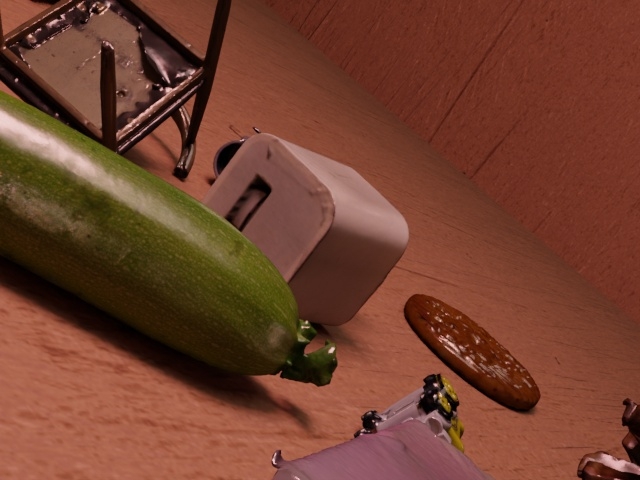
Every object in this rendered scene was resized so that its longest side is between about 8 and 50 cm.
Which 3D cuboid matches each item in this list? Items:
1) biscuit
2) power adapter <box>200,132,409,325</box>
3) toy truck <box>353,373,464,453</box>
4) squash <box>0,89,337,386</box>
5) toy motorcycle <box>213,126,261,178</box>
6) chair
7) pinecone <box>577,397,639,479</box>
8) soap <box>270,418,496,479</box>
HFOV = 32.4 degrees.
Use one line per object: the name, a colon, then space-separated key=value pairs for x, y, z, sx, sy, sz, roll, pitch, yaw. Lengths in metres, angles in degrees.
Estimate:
biscuit: x=0.174 y=0.123 z=1.256 sx=0.188 sy=0.027 sz=0.188 roll=34 pitch=14 yaw=-10
power adapter: x=0.000 y=0.000 z=1.000 sx=0.125 sy=0.130 sz=0.205 roll=45 pitch=14 yaw=30
toy truck: x=0.076 y=0.154 z=0.819 sx=0.077 sy=0.076 sz=0.111 roll=57 pitch=13 yaw=-4
squash: x=-0.138 y=-0.004 z=0.726 sx=0.379 sy=0.101 sz=0.101 roll=34 pitch=14 yaw=-20
toy motorcycle: x=-0.036 y=-0.057 z=1.156 sx=0.122 sy=0.080 sz=0.215 roll=29 pitch=-2 yaw=-34
chair: x=-0.200 y=-0.171 z=1.036 sx=0.188 sy=0.166 sz=0.272 roll=40 pitch=-29 yaw=14
pinecone: x=0.338 y=0.230 z=0.843 sx=0.296 sy=0.242 sz=0.298 roll=38 pitch=19 yaw=-7
soap: x=0.088 y=0.215 z=0.505 sx=0.285 sy=0.107 sz=0.296 roll=40 pitch=6 yaw=14
